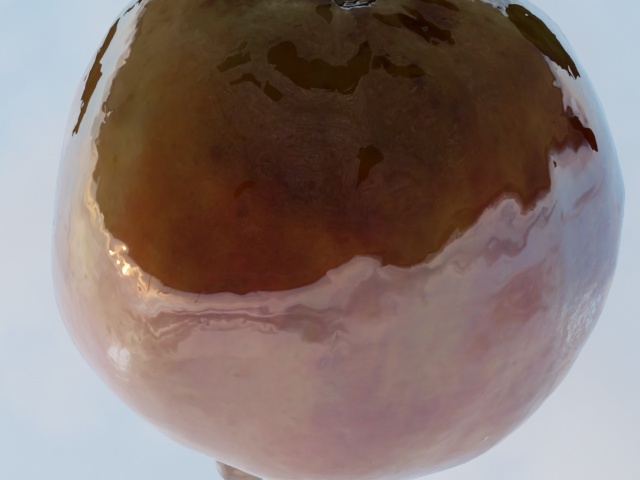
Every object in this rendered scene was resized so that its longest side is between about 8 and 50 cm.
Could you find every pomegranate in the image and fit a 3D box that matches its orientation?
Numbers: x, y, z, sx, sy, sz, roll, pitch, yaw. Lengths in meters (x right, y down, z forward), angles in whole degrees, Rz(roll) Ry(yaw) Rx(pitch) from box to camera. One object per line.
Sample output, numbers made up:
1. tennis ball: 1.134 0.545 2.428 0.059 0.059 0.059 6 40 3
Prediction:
1. pomegranate: 0.000 0.000 0.865 0.252 0.270 0.229 -5 -145 -22
